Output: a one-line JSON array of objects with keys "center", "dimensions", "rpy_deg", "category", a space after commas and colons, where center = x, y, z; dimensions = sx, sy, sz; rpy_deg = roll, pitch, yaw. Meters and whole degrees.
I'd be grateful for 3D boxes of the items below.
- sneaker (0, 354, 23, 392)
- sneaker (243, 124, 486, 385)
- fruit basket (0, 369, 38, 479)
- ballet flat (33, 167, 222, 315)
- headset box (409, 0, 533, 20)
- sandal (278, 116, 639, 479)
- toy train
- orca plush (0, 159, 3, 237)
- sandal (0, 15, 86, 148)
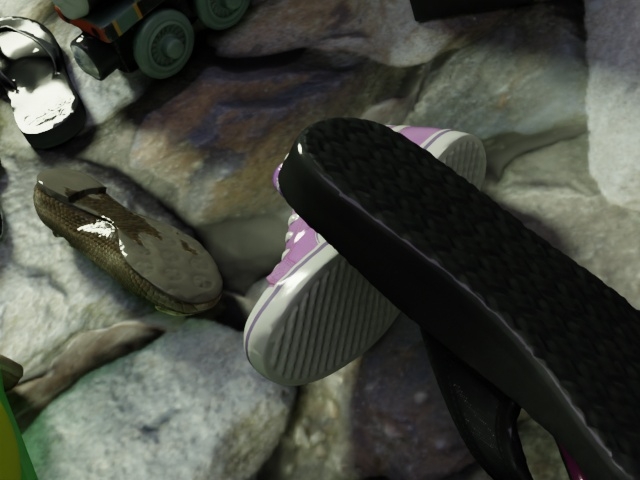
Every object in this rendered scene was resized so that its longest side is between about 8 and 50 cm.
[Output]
[{"center": [-0.340, 0.138, 0.952], "dimensions": [0.188, 0.066, 0.071], "rpy_deg": [-7, 64, 22], "category": "sneaker"}, {"center": [0.000, 0.001, 0.916], "dimensions": [0.161, 0.102, 0.282], "rpy_deg": [17, 47, 36], "category": "sneaker"}, {"center": [-0.286, 0.193, 0.662], "dimensions": [0.283, 0.392, 0.392], "rpy_deg": [-25, 46, -2], "category": "fruit basket"}, {"center": [-0.181, 0.008, 1.006], "dimensions": [0.250, 0.058, 0.084], "rpy_deg": [31, 31, 33], "category": "ballet flat"}, {"center": [0.134, -0.398, 1.108], "dimensions": [0.131, 0.246, 0.283], "rpy_deg": [-6, 47, 17], "category": "headset box"}, {"center": [0.138, 0.082, 0.751], "dimensions": [0.167, 0.107, 0.446], "rpy_deg": [-14, 50, -46], "category": "sandal"}, {"center": [-0.152, -0.321, 1.189], "dimensions": [0.334, 0.190, 0.142], "rpy_deg": [-43, 48, -18], "category": "toy train"}, {"center": [-0.425, -0.090, 1.149], "dimensions": [0.151, 0.102, 0.287], "rpy_deg": [-30, 46, -7], "category": "orca plush"}, {"center": [-0.330, -0.196, 1.240], "dimensions": [0.097, 0.054, 0.254], "rpy_deg": [-35, 47, -11], "category": "sandal"}]
